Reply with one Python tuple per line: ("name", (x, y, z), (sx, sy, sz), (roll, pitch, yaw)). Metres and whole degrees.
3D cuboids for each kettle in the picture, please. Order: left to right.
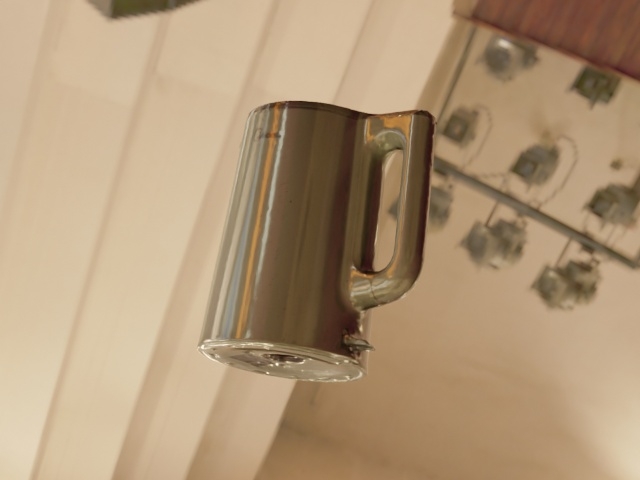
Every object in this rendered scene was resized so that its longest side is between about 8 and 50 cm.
("kettle", (-0.006, -0.001, 0.752), (0.098, 0.127, 0.148), (15, -106, -18))
